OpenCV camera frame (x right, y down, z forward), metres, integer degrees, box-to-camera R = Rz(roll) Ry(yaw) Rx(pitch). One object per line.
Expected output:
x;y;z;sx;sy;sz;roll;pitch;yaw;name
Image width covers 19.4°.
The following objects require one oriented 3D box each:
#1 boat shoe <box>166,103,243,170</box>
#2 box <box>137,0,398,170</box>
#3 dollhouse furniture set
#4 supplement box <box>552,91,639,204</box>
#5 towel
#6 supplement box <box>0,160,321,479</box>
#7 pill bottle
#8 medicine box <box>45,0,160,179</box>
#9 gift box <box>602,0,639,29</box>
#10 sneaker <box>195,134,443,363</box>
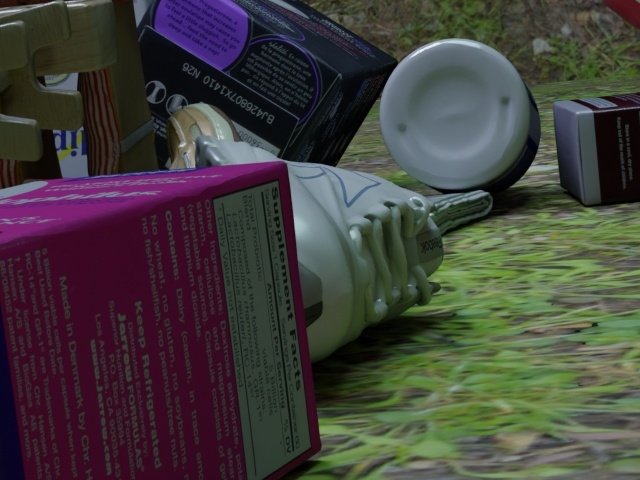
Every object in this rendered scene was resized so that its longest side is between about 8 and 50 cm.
-0.079;-0.033;1.207;0.072;0.068;0.190;-16;29;-13;boat shoe
-0.057;-0.125;1.551;0.165;0.143;0.270;33;13;6;box
-0.197;-0.057;1.200;0.152;0.201;0.374;-5;13;9;dollhouse furniture set
0.303;-0.079;1.406;0.239;0.073;0.130;-7;8;1;supplement box
0.035;-0.014;1.340;0.152;0.023;0.113;-5;4;26;towel
-0.093;0.043;0.591;0.111;0.114;0.220;-4;5;21;supplement box
0.113;-0.088;1.444;0.112;0.112;0.186;-5;-4;10;pill bottle
-0.178;-0.189;1.811;0.149;0.289;0.263;-6;7;19;medicine box
0.296;-0.112;0.905;0.255;0.276;0.258;-7;6;38;gift box
0.000;0.000;0.906;0.129;0.111;0.297;0;8;-3;sneaker
